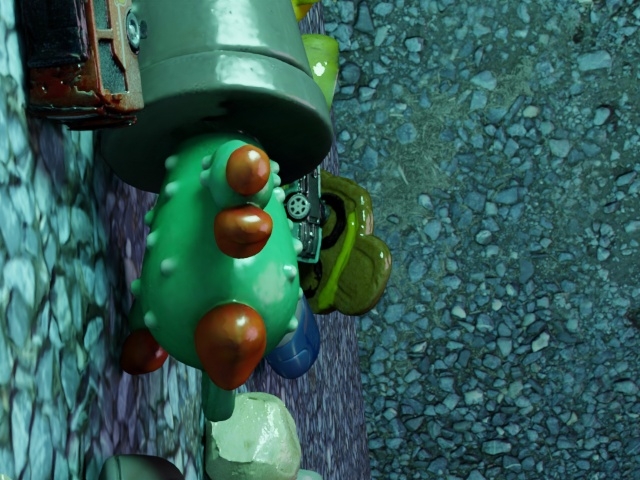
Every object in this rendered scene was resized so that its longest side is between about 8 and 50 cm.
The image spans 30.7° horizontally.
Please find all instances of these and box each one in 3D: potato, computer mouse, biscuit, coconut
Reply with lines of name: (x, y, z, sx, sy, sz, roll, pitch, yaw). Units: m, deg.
potato: (-0.063, -0.172, 1.495, 0.272, 0.111, 0.160, 143, -43, -67)
computer mouse: (-0.139, 0.220, 0.871, 0.232, 0.057, 0.120, 79, 10, -81)
biscuit: (0.000, 0.000, 1.737, 0.290, 0.041, 0.208, 38, -67, 43)
coconut: (-0.074, 0.231, 1.265, 0.110, 0.110, 0.124, 76, 5, -59)

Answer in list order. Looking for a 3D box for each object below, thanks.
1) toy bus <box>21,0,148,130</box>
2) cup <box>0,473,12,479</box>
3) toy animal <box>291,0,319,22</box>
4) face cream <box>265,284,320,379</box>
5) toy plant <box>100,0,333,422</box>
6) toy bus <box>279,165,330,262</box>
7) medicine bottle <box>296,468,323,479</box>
toy bus: (-0.173, -0.193, 0.807, 0.096, 0.073, 0.235, -24, 109, -74)
cup: (-0.160, 0.168, 0.620, 0.099, 0.074, 0.102, 71, 16, -67)
toy animal: (-0.065, -0.396, 1.566, 0.156, 0.156, 0.230, 73, 13, -64)
face cream: (-0.056, 0.106, 1.604, 0.264, 0.083, 0.149, 71, 9, -68)
toy plant: (-0.087, -0.053, 0.928, 0.185, 0.279, 0.400, 15, 57, -42)
toy bus: (-0.047, -0.097, 1.684, 0.091, 0.109, 0.261, 13, 74, -63)
medicine bottle: (-0.046, 0.447, 1.347, 0.110, 0.110, 0.352, 70, 17, -69)
